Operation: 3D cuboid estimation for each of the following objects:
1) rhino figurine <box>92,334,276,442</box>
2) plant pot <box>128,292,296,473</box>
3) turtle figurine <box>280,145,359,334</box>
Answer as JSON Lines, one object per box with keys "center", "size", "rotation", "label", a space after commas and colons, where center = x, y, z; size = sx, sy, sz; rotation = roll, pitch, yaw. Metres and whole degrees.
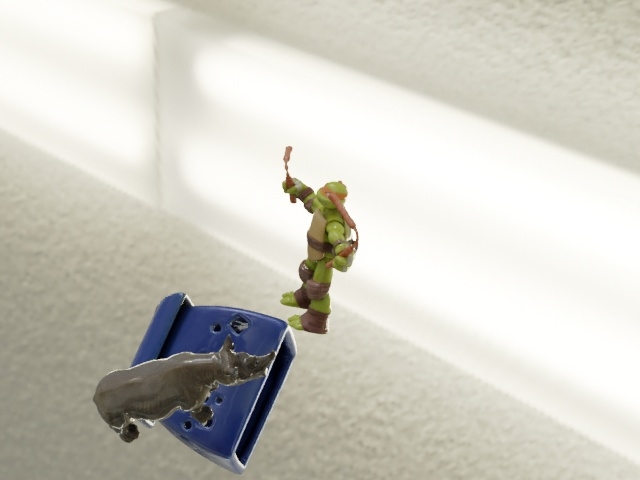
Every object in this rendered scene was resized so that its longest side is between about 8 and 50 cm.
{"center": [-0.163, 0.174, 1.799], "size": [0.243, 0.106, 0.073], "rotation": [-19, -123, 17], "label": "rhino figurine"}
{"center": [-0.181, 0.218, 2.369], "size": [0.212, 0.236, 0.236], "rotation": [22, -13, 9], "label": "plant pot"}
{"center": [0.000, 0.000, 2.002], "size": [0.269, 0.087, 0.217], "rotation": [-129, -135, -53], "label": "turtle figurine"}
